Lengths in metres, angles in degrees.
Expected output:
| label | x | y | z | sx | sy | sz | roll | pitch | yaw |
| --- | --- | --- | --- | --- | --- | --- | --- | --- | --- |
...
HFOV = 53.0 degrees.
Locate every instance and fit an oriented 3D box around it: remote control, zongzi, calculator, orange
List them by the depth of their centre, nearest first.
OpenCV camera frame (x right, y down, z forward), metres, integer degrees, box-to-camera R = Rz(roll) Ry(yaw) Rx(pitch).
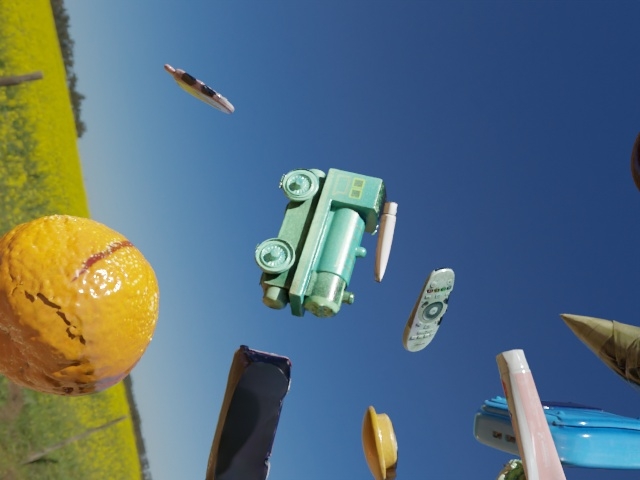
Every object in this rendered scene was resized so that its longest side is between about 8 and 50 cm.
| label | x | y | z | sx | sy | sz | roll | pitch | yaw |
| --- | --- | --- | --- | --- | --- | --- | --- | --- | --- |
| orange | -0.257 | 0.065 | 0.662 | 0.161 | 0.193 | 0.194 | -54 | 151 | -52 |
| calculator | -0.250 | -0.309 | 1.318 | 0.165 | 0.024 | 0.103 | 32 | -2 | 1 |
| remote control | 0.255 | 0.166 | 1.530 | 0.045 | 0.097 | 0.256 | 54 | -41 | 43 |
| zongzi | 0.765 | 0.291 | 1.568 | 0.317 | 0.154 | 0.289 | 29 | -13 | 46 |

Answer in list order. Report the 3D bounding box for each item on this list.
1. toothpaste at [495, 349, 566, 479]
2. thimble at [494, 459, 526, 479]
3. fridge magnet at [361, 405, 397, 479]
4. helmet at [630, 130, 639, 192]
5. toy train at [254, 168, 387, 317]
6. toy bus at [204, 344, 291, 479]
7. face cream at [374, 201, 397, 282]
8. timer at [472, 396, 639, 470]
| label | x | y | z | sx | sy | sz | roll | pitch | yaw |
| --- | --- | --- | --- | --- | --- | --- | --- | --- | --- |
| toothpaste | 0.290 | 0.251 | 0.891 | 0.043 | 0.067 | 0.195 | 130 | -45 | -55 |
| thimble | 0.600 | 0.734 | 1.820 | 0.150 | 0.219 | 0.219 | 35 | 13 | -42 |
| fridge magnet | 0.111 | 0.387 | 1.223 | 0.143 | 0.062 | 0.143 | 174 | -90 | -88 |
| helmet | 0.508 | -0.129 | 0.857 | 0.155 | 0.106 | 0.175 | 29 | -49 | 17 |
| toy train | 0.000 | 0.000 | 1.163 | 0.120 | 0.194 | 0.298 | 89 | 17 | -59 |
| toy bus | -0.150 | 0.376 | 1.343 | 0.147 | 0.127 | 0.303 | 146 | -42 | -80 |
| face cream | 0.090 | 0.003 | 0.902 | 0.038 | 0.020 | 0.115 | -179 | -82 | -83 |
| timer | 0.519 | 0.409 | 1.374 | 0.309 | 0.339 | 0.115 | 165 | -67 | -67 |
